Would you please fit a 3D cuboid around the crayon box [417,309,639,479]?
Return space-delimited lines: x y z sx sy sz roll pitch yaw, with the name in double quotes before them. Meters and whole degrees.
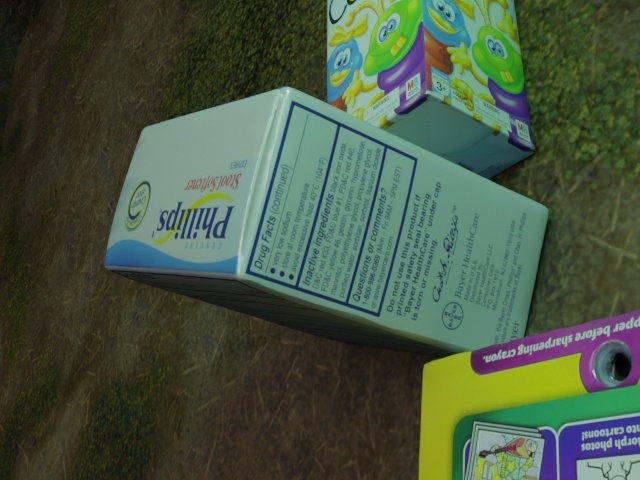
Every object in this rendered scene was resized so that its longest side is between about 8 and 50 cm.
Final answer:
"crayon box" 0.212 0.203 0.520 0.363 0.106 0.312 -24 54 49

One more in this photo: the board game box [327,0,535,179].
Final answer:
"board game box" 0.101 -0.195 0.883 0.144 0.142 0.275 -32 47 44

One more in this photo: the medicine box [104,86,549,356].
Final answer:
"medicine box" 0.000 0.000 0.780 0.264 0.289 0.149 0 72 56
